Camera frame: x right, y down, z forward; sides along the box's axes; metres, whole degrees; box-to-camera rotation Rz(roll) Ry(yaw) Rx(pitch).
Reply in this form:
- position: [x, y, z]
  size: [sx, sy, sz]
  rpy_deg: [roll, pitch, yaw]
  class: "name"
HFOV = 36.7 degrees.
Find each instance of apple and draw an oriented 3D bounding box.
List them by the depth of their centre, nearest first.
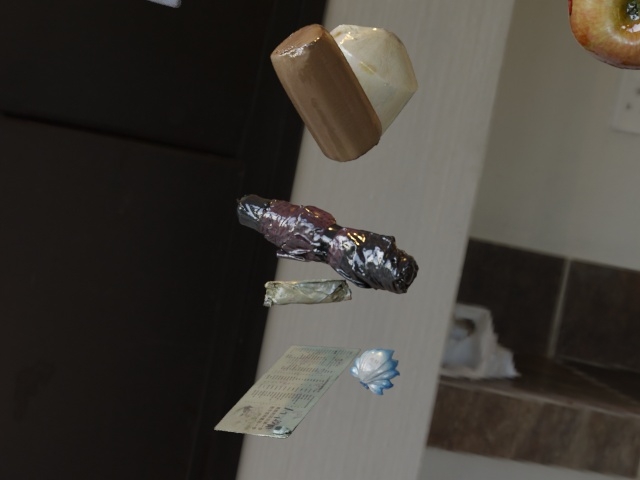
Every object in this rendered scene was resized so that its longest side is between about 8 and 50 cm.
- position: [0.345, -0.259, 1.057]
  size: [0.146, 0.146, 0.131]
  rpy_deg: [12, 17, 12]
  class: "apple"

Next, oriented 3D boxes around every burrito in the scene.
- position: [-0.026, 0.100, 1.868]
  size: [0.171, 0.051, 0.042]
  rpy_deg: [-2, 13, 5]
  class: "burrito"

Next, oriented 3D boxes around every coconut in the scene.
- position: [0.077, -0.317, 1.893]
  size: [0.241, 0.241, 0.241]
  rpy_deg: [11, 3, -1]
  class: "coconut"

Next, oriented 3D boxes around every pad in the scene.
- position: [-0.055, 0.256, 1.689]
  size: [0.159, 0.009, 0.265]
  rpy_deg: [-2, 27, 35]
  class: "pad"

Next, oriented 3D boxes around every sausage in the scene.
- position: [0.008, -0.261, 1.678]
  size: [0.123, 0.123, 0.253]
  rpy_deg: [14, -32, 40]
  class: "sausage"

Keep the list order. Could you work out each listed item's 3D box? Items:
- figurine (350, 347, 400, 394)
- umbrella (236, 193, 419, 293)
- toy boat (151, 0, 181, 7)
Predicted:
- position: [0.130, 0.284, 2.168]
  size: [0.114, 0.114, 0.079]
  rpy_deg: [13, -31, 31]
  class: "figurine"
- position: [0.000, 0.000, 1.487]
  size: [0.326, 0.090, 0.094]
  rpy_deg: [21, 35, 28]
  class: "umbrella"
- position: [-0.135, -0.452, 1.251]
  size: [0.293, 0.276, 0.111]
  rpy_deg: [-19, -8, -9]
  class: "toy boat"
